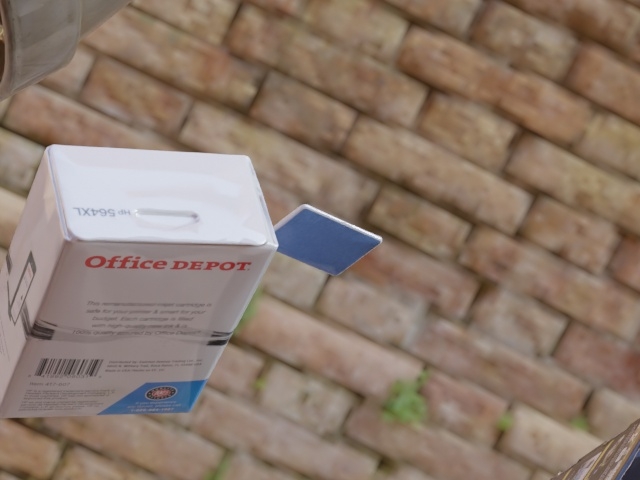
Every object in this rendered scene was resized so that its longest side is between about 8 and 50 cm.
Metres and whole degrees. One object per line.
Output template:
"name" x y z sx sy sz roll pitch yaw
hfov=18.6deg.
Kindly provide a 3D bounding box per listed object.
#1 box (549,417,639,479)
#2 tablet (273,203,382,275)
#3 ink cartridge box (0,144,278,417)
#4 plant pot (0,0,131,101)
"box" 0.165 0.344 1.608 0.097 0.395 0.318 36 -26 0
"tablet" 0.000 0.000 1.460 0.083 0.054 0.006 24 41 -38
"ink cartridge box" -0.135 0.031 1.335 0.148 0.203 0.086 2 50 -25
"plant pot" -0.192 -0.302 1.477 0.280 0.323 0.323 -26 43 -23
